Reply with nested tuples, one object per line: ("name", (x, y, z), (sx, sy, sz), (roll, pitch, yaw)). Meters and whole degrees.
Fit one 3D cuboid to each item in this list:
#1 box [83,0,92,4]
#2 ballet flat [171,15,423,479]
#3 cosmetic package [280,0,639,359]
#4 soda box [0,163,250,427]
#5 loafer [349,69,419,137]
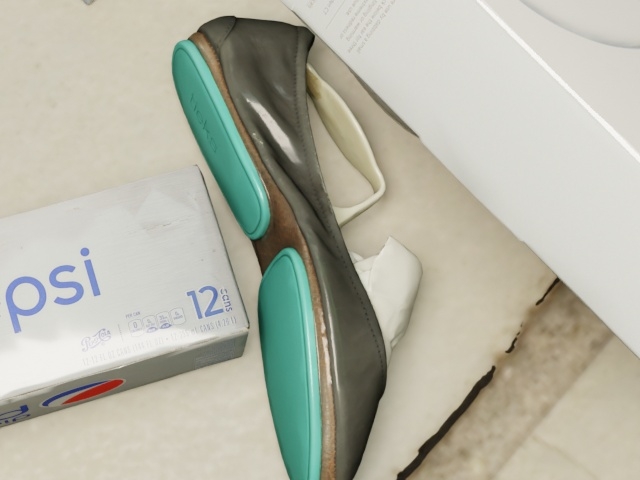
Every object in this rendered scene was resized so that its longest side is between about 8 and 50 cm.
("box", (-0.111, -0.217, 1.076), (0.126, 0.137, 0.072), (-43, 81, -13))
("ballet flat", (0.000, 0.000, 1.054), (0.096, 0.095, 0.280), (-11, 76, -19))
("cosmetic package", (0.196, -0.127, 1.009), (0.284, 0.097, 0.377), (47, 46, 6))
("soda box", (-0.187, 0.050, 1.025), (0.286, 0.091, 0.098), (-17, 78, -8))
("loafer", (0.136, -0.074, 1.070), (0.319, 0.111, 0.112), (33, 76, 5))
